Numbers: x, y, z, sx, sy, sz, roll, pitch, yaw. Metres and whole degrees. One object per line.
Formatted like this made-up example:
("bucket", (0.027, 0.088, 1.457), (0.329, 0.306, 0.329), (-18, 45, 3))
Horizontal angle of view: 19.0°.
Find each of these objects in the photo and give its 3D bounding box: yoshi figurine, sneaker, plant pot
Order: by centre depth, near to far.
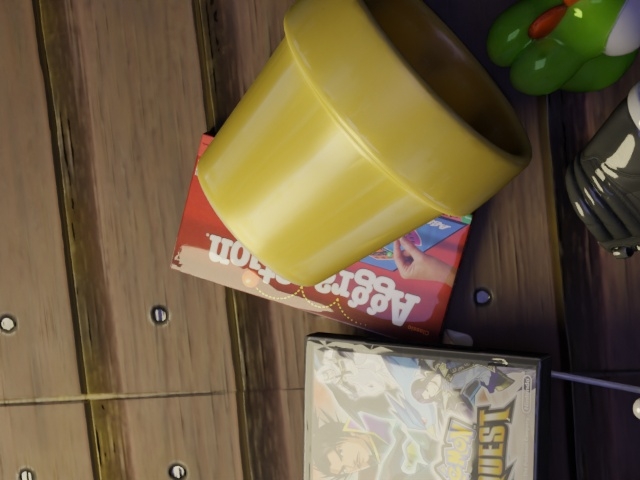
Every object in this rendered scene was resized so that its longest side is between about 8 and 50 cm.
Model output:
("yoshi figurine", (0.306, -0.258, 1.731), (0.362, 0.203, 0.203), (-37, 131, 2))
("plant pot", (0.024, -0.093, 1.753), (0.239, 0.254, 0.254), (-41, 90, 17))
("sneaker", (0.354, -0.016, 1.782), (0.295, 0.105, 0.147), (39, 132, -14))

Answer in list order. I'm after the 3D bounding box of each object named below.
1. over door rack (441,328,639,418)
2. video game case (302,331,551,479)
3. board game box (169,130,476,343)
("over door rack", (0.247, 0.244, 1.839), (0.324, 0.108, 0.240), (13, 102, 10))
("video game case", (0.098, 0.235, 1.844), (0.248, 0.035, 0.275), (4, 98, 26))
("board game box", (0.000, 0.000, 1.891), (0.281, 0.027, 0.145), (17, 104, 9))
